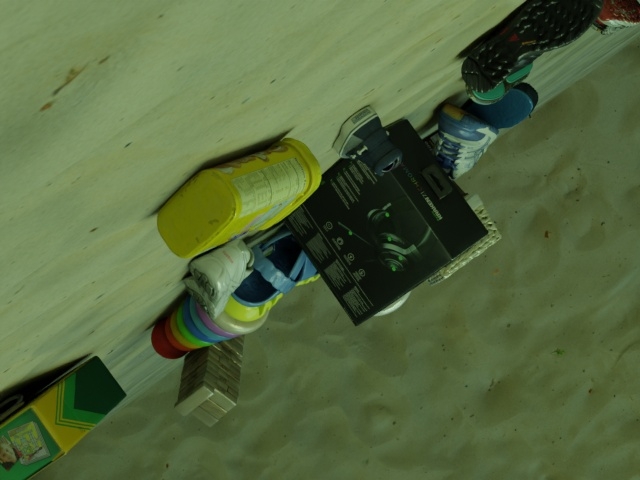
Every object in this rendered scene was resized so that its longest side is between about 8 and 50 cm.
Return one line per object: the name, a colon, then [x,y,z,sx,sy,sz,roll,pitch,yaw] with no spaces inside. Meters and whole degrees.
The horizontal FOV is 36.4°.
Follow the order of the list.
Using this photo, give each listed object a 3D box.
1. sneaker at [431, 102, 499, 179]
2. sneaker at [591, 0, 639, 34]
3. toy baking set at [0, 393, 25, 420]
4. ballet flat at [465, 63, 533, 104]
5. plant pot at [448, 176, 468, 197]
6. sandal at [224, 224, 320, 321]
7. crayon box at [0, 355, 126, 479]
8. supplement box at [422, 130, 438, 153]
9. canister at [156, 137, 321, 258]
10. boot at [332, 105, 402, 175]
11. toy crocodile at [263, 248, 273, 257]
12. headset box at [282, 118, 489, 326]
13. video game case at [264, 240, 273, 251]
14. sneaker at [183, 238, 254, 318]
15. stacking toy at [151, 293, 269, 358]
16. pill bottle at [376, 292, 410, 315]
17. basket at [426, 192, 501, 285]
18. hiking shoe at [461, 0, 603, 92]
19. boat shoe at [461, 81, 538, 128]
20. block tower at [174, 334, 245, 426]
sneaker: [0.270,-0.178,1.886,0.131,0.112,0.296,-59,166,5]
sneaker: [0.559,-0.429,1.864,0.092,0.088,0.225,-36,176,28]
toy baking set: [-0.588,0.322,1.600,0.197,0.030,0.256,-39,-175,-42]
ballet flat: [0.301,-0.279,1.710,0.188,0.070,0.070,-28,172,-38]
plant pot: [0.168,-0.104,1.867,0.167,0.165,0.167,-36,176,-3]
sandal: [-0.049,0.023,1.790,0.317,0.126,0.138,-44,173,-37]
crayon box: [-0.545,0.372,1.676,0.363,0.106,0.313,-35,-176,10]
supplement box: [0.295,-0.219,2.205,0.239,0.073,0.130,-32,175,-25]
canister: [-0.091,-0.048,1.105,0.126,0.073,0.170,-39,173,35]
boot: [0.069,-0.126,1.394,0.069,0.086,0.190,-35,176,-2]
toy crocodile: [0.000,0.000,1.986,0.340,0.105,0.115,-32,164,-35]
headset box: [0.108,-0.033,1.658,0.131,0.246,0.283,-30,172,-47]
video game case: [-0.086,-0.002,2.036,0.122,0.011,0.087,-33,174,-26]
sneaker: [-0.161,0.061,1.651,0.115,0.090,0.232,-37,177,-20]
stacking toy: [-0.240,0.155,1.922,0.141,0.141,0.330,-32,-179,-41]
pill bottle: [0.098,0.074,1.933,0.152,0.152,0.272,-35,177,-3]
basket: [0.259,0.002,1.915,0.167,0.103,0.113,-35,177,-16]
hiking shoe: [0.304,-0.305,1.431,0.227,0.086,0.114,-31,-170,13]
boat shoe: [0.361,-0.284,1.994,0.089,0.109,0.258,-41,-165,-23]
block tower: [-0.223,0.242,2.037,0.091,0.097,0.335,-41,-158,23]
